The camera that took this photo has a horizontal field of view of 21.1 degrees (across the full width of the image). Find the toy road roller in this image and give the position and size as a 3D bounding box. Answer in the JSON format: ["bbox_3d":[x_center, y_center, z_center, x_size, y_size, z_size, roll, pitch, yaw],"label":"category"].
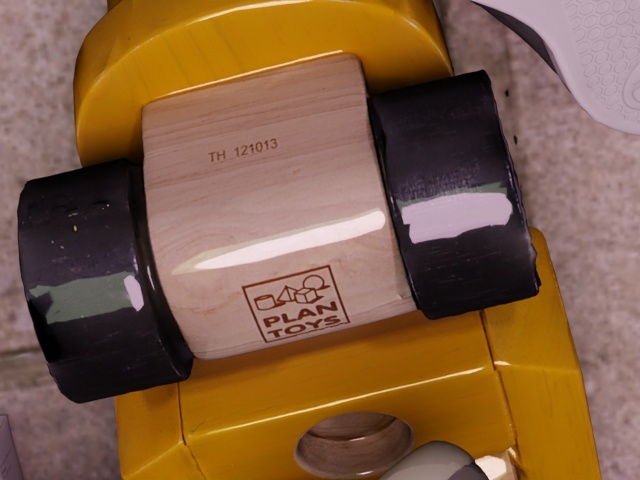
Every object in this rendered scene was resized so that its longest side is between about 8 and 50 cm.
[{"bbox_3d":[0.000,0.000,0.799,0.202,0.240,0.329,-14,139,6],"label":"toy road roller"}]

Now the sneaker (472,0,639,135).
[{"bbox_3d":[0.099,-0.150,0.769,0.296,0.147,0.104,23,120,-43],"label":"sneaker"}]

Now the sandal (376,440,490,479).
[{"bbox_3d":[-0.024,0.148,0.712,0.086,0.120,0.303,42,139,7],"label":"sandal"}]

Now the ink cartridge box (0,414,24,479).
[{"bbox_3d":[-0.193,0.160,0.891,0.088,0.052,0.122,-11,103,4],"label":"ink cartridge box"}]
